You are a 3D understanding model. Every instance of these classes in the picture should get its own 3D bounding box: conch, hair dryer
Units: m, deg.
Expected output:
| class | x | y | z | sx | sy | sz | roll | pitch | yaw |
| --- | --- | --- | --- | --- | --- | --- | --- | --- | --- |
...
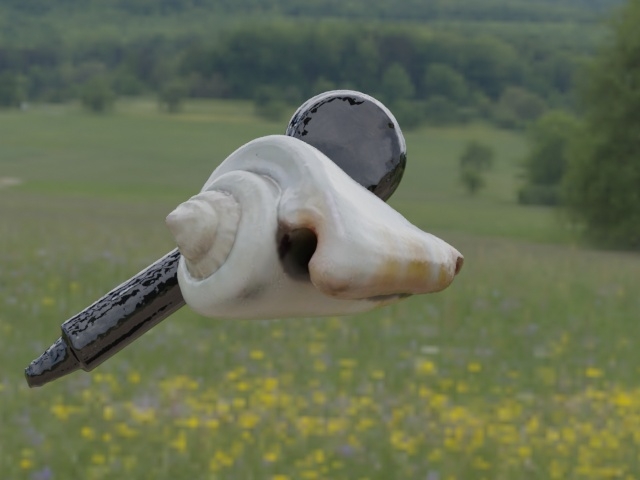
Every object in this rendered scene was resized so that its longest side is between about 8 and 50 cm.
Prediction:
| class | x | y | z | sx | sy | sz | roll | pitch | yaw |
| --- | --- | --- | --- | --- | --- | --- | --- | --- | --- |
| conch | 0.000 | 0.010 | 0.859 | 0.176 | 0.094 | 0.104 | 30 | -44 | -31 |
| hair dryer | -0.065 | 0.004 | 0.979 | 0.248 | 0.070 | 0.114 | -32 | -4 | -11 |
